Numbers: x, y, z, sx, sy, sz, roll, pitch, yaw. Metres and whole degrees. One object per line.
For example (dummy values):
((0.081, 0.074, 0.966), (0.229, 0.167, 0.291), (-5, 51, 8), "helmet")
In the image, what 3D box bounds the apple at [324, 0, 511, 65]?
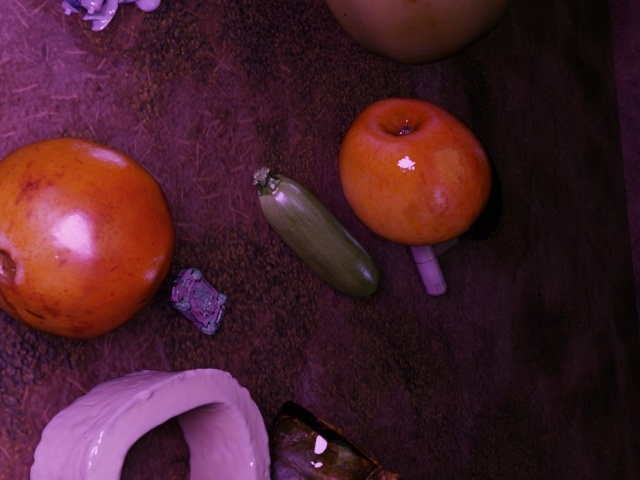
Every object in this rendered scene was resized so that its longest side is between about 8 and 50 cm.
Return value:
((0.193, -0.581, 1.602), (0.473, 0.473, 0.474), (12, 75, -50), "apple")

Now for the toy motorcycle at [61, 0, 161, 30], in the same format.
((-0.297, -0.424, 1.231), (0.171, 0.110, 0.260), (57, 49, -45), "toy motorcycle")

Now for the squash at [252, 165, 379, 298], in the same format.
((0.000, 0.000, 1.517), (0.395, 0.107, 0.107), (47, 51, -37), "squash")

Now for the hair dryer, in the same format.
((0.281, -0.006, 1.906), (0.220, 0.053, 0.195), (-42, 116, -47), "hair dryer")

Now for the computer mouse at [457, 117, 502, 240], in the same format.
((0.380, -0.154, 2.008), (0.183, 0.116, 0.323), (-43, 116, -51), "computer mouse")

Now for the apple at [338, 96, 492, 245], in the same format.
((0.187, -0.146, 1.622), (0.299, 0.298, 0.275), (-63, 140, -36), "apple")

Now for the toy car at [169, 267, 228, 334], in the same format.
((-0.200, 0.098, 1.293), (0.142, 0.055, 0.069), (55, 45, -49), "toy car")

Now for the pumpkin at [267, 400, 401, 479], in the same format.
((-0.017, 0.425, 1.376), (0.232, 0.242, 0.325), (-50, 131, -8), "pumpkin")

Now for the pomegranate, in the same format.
((-0.315, -0.005, 1.030), (0.264, 0.264, 0.265), (12, 75, -50), "pomegranate")

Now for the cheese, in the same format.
((-0.228, 0.336, 1.138), (0.332, 0.153, 0.293), (-5, 87, -50), "cheese")
